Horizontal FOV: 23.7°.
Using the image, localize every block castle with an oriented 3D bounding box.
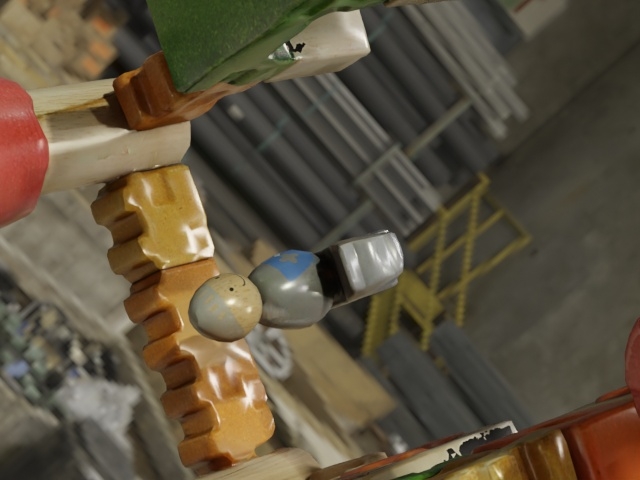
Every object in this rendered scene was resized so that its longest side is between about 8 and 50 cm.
[{"bbox_3d":[0.000,0.000,0.602,0.213,0.453,0.303,-14,82,-46],"label":"block castle"}]
